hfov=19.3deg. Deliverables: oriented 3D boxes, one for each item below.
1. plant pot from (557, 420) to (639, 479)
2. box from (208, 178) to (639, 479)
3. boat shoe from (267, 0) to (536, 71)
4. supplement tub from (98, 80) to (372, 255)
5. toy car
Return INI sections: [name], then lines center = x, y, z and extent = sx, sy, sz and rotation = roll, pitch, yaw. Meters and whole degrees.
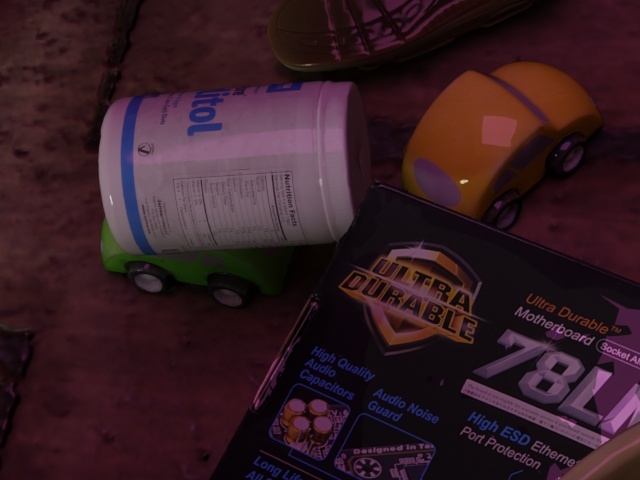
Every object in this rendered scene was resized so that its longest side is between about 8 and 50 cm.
[plant pot]
center = 0.157, 0.164, 0.547
extent = 0.237, 0.110, 0.237
rotation = -8, 65, 18
[box]
center = 0.081, 0.160, 0.679
extent = 0.295, 0.073, 0.293
rotation = 22, 76, 25
[boat shoe]
center = 0.050, -0.117, 0.925
extent = 0.153, 0.048, 0.056
rotation = -23, 69, 5
[supplement tub]
center = -0.035, -0.031, 0.804
extent = 0.107, 0.071, 0.071
rotation = -5, 58, 10
[toy car]
center = 0.000, 0.000, 0.851
extent = 0.225, 0.053, 0.239
rotation = 8, 61, 17
